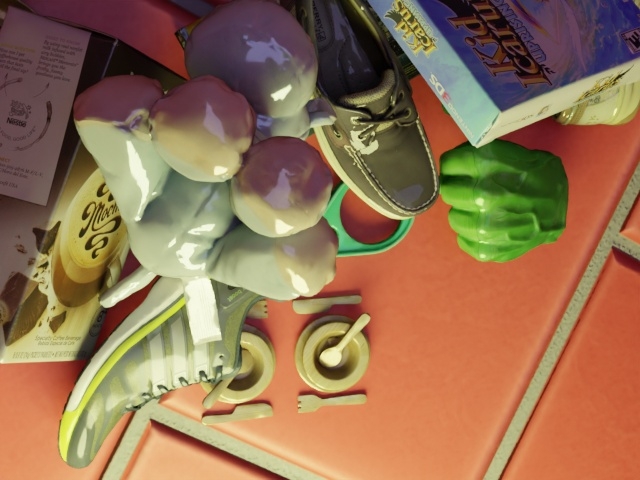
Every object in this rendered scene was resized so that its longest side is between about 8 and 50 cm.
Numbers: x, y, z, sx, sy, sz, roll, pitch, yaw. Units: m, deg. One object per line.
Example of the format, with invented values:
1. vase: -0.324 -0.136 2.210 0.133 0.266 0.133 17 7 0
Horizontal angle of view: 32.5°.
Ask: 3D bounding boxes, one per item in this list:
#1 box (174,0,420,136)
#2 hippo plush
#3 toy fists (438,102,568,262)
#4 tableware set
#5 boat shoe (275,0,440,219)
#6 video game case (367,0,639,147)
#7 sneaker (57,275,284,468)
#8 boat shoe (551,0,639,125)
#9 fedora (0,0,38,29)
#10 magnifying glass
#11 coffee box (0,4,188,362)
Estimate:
1. box: -0.012 -0.201 1.148 0.233 0.044 0.159 -30 103 -10
2. hippo plush: -0.057 -0.076 0.978 0.234 0.294 0.237 20 50 16
3. toy fists: 0.188 -0.117 1.169 0.142 0.096 0.279 -5 98 -45
4. tableware set: -0.036 0.128 1.177 0.194 0.039 0.128 -5 97 -14
5. boat shoe: 0.040 -0.144 1.095 0.102 0.092 0.285 -29 103 -11
6. video game case: 0.175 -0.246 1.086 0.244 0.061 0.270 -24 71 -30
7. sneaker: -0.147 0.116 1.097 0.121 0.111 0.300 40 89 0
8. boat shoe: 0.298 -0.266 1.191 0.089 0.104 0.285 -5 97 -17
9. fedora: -0.341 -0.157 1.050 0.194 0.079 0.194 -2 96 -15
10. magnifying glass: 0.000 0.000 1.181 0.231 0.026 0.092 -30 102 -8
11. coffee box: -0.250 -0.045 1.023 0.118 0.168 0.297 20 91 17
